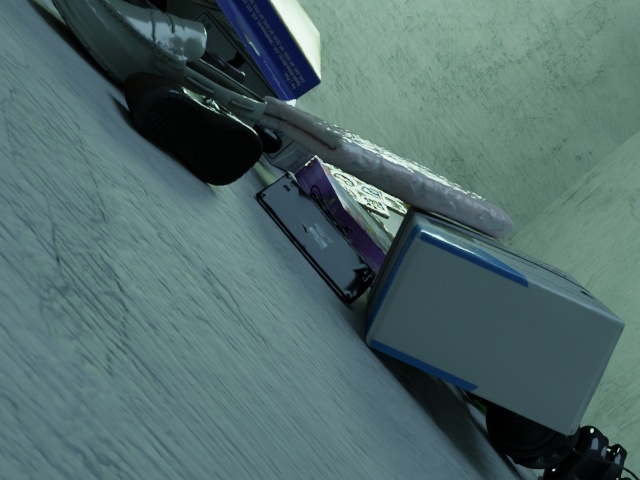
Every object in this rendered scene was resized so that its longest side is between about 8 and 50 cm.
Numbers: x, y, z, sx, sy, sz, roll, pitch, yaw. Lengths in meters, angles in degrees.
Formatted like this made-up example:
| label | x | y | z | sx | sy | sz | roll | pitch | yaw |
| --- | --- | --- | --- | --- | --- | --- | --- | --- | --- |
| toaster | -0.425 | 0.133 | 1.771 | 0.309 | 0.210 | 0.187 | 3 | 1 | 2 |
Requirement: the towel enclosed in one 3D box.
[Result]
| label | x | y | z | sx | sy | sz | roll | pitch | yaw |
| --- | --- | --- | --- | --- | --- | --- | --- | --- | --- |
| towel | 0.091 | -0.113 | 1.826 | 0.332 | 0.053 | 0.317 | 21 | 8 | -30 |

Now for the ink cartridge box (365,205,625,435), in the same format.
| label | x | y | z | sx | sy | sz | roll | pitch | yaw |
| --- | --- | --- | --- | --- | --- | --- | --- | --- | --- |
| ink cartridge box | 0.222 | 0.092 | 1.648 | 0.285 | 0.166 | 0.395 | 24 | 7 | 0 |

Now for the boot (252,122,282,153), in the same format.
| label | x | y | z | sx | sy | sz | roll | pitch | yaw |
| --- | --- | --- | --- | --- | --- | --- | --- | --- | --- |
| boot | -0.112 | -0.180 | 1.912 | 0.121 | 0.045 | 0.099 | 43 | 6 | -8 |

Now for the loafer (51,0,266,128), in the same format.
| label | x | y | z | sx | sy | sz | roll | pitch | yaw |
| --- | --- | --- | --- | --- | --- | --- | --- | --- | --- |
| loafer | -0.182 | -0.215 | 1.349 | 0.319 | 0.111 | 0.112 | 43 | 9 | -44 |

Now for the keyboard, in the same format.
| label | x | y | z | sx | sy | sz | roll | pitch | yaw |
| --- | --- | --- | --- | --- | --- | --- | --- | --- | --- |
| keyboard | -0.004 | -0.002 | 1.604 | 0.192 | 0.038 | 0.100 | 50 | 47 | 4 |

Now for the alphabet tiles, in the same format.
| label | x | y | z | sx | sy | sz | roll | pitch | yaw |
| --- | --- | --- | --- | --- | --- | --- | --- | --- | --- |
| alphabet tiles | 0.033 | -0.150 | 2.331 | 0.285 | 0.011 | 0.342 | 24 | 21 | -19 |

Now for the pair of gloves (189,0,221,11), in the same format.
| label | x | y | z | sx | sy | sz | roll | pitch | yaw |
| --- | --- | --- | --- | --- | --- | --- | --- | --- | --- |
| pair of gloves | -0.257 | -0.439 | 2.025 | 0.204 | 0.042 | 0.240 | 10 | 14 | -42 |

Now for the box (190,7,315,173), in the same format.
| label | x | y | z | sx | sy | sz | roll | pitch | yaw |
| --- | --- | --- | --- | --- | --- | --- | --- | --- | --- |
| box | -0.122 | -0.259 | 2.091 | 0.290 | 0.087 | 0.169 | 50 | 8 | 12 |

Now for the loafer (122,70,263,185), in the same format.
| label | x | y | z | sx | sy | sz | roll | pitch | yaw |
| --- | --- | --- | --- | --- | --- | --- | --- | --- | --- |
| loafer | -0.137 | -0.131 | 1.309 | 0.078 | 0.080 | 0.220 | 54 | 8 | 30 |

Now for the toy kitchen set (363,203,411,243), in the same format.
| label | x | y | z | sx | sy | sz | roll | pitch | yaw |
| --- | --- | --- | --- | --- | --- | --- | --- | --- | --- |
| toy kitchen set | 0.118 | -0.105 | 2.470 | 0.207 | 0.166 | 0.122 | 41 | 10 | -52 |

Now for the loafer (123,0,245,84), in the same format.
| label | x | y | z | sx | sy | sz | roll | pitch | yaw |
| --- | --- | --- | --- | --- | --- | --- | --- | --- | --- |
| loafer | -0.218 | -0.288 | 1.599 | 0.302 | 0.095 | 0.109 | 50 | 6 | 9 |

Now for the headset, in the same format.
| label | x | y | z | sx | sy | sz | roll | pitch | yaw |
| --- | --- | --- | --- | --- | --- | --- | --- | --- | --- |
| headset | 0.344 | 0.332 | 1.807 | 0.243 | 0.185 | 0.394 | 42 | -7 | -20 |

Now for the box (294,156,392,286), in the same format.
| label | x | y | z | sx | sy | sz | roll | pitch | yaw |
| --- | --- | --- | --- | --- | --- | --- | --- | --- | --- |
| box | 0.058 | -0.016 | 2.037 | 0.201 | 0.057 | 0.293 | 47 | 7 | -21 |

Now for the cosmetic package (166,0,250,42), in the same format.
| label | x | y | z | sx | sy | sz | roll | pitch | yaw |
| --- | --- | --- | --- | --- | --- | --- | --- | --- | --- |
| cosmetic package | -0.241 | -0.528 | 2.211 | 0.365 | 0.197 | 0.155 | 48 | 42 | -27 |

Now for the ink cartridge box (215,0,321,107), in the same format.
| label | x | y | z | sx | sy | sz | roll | pitch | yaw |
| --- | --- | --- | --- | --- | --- | --- | --- | --- | --- |
| ink cartridge box | -0.098 | -0.398 | 2.019 | 0.303 | 0.072 | 0.307 | 56 | 14 | -27 |
